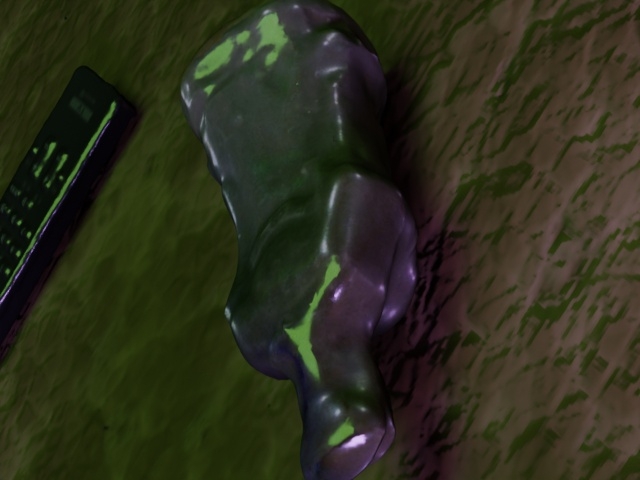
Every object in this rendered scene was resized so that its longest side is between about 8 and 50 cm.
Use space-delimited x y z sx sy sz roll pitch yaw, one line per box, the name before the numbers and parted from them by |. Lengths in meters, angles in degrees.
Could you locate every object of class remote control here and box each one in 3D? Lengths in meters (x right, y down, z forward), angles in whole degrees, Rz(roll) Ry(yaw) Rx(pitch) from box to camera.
remote control | -0.167 0.025 0.981 0.245 0.025 0.063 -59 30 7

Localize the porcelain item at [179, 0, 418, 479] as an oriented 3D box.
porcelain item | 0.000 0.000 0.688 0.081 0.069 0.216 -37 36 19
